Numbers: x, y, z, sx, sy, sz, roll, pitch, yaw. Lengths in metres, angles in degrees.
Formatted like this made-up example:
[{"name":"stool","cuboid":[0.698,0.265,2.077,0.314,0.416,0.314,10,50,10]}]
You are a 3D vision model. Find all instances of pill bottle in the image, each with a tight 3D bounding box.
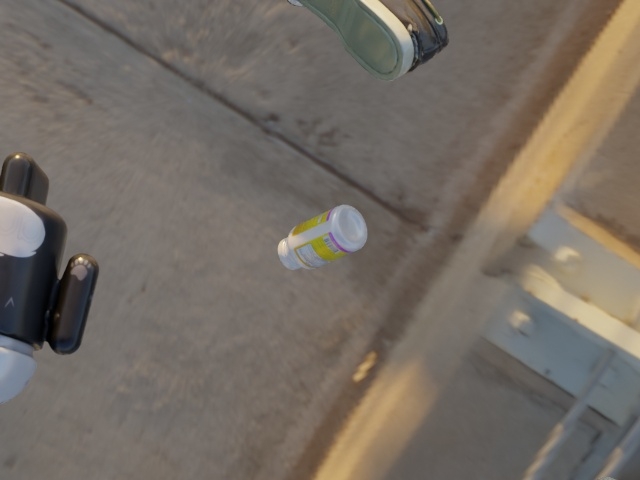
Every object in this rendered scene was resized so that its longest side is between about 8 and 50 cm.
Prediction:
[{"name":"pill bottle","cuboid":[0.000,0.000,1.406,0.083,0.043,0.043,-24,99,42]}]

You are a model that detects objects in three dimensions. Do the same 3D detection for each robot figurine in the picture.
[{"name":"robot figurine","cuboid":[-0.367,0.043,1.661,0.173,0.209,0.278,22,72,-44]}]

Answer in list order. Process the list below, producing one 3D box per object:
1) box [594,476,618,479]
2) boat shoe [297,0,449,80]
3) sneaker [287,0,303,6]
[{"name":"box","cuboid":[0.091,0.226,0.890,0.275,0.113,0.094,-14,103,-27]},{"name":"boat shoe","cuboid":[0.020,-0.235,1.355,0.068,0.081,0.228,-28,71,-33]},{"name":"sneaker","cuboid":[0.011,-0.322,1.653,0.191,0.083,0.071,-46,74,33]}]
